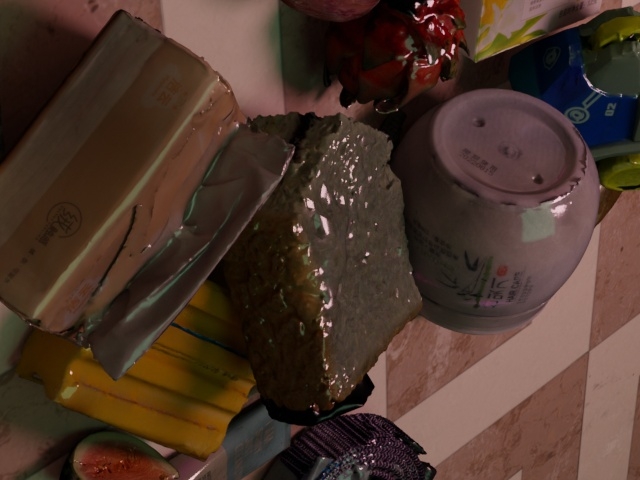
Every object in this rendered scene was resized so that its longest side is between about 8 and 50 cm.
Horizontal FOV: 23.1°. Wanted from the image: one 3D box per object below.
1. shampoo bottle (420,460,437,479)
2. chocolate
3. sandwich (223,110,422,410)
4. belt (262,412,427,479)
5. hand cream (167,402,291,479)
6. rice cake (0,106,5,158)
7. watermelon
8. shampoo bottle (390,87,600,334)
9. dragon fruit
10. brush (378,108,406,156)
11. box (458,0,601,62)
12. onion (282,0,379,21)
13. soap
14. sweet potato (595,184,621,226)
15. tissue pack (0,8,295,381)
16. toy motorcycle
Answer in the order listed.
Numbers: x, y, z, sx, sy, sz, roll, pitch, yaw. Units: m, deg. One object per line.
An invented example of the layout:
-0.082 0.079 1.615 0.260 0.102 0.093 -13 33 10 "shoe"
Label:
0.100 0.451 2.415 0.127 0.078 0.257 26 93 -40 "shampoo bottle"
-0.022 0.146 2.025 0.156 0.156 0.133 -33 120 -31 "chocolate"
-0.001 0.000 1.849 0.262 0.131 0.325 -42 125 -50 "sandwich"
0.017 0.404 2.245 0.260 0.122 0.324 12 107 -44 "belt"
-0.136 0.296 2.042 0.312 0.070 0.111 -28 131 -40 "hand cream"
-0.333 -0.144 1.514 0.034 0.043 0.211 -33 138 -42 "rice cake"
-0.256 0.263 1.879 0.163 0.087 0.069 5 80 -53 "watermelon"
0.216 -0.036 2.034 0.273 0.273 0.266 -32 150 -31 "shampoo bottle"
0.089 -0.242 1.835 0.182 0.182 0.188 -8 103 -47 "dragon fruit"
0.060 -0.086 2.029 0.190 0.027 0.034 -56 144 -2 "brush"
0.253 -0.360 1.991 0.260 0.111 0.194 -24 132 -35 "box"
-0.012 -0.322 1.691 0.195 0.159 0.159 11 109 -17 "onion"
-0.191 0.124 1.825 0.204 0.096 0.324 -60 144 -1 "soap"
0.309 -0.014 2.301 0.423 0.130 0.130 -43 142 -7 "sweet potato"
-0.192 -0.034 1.567 0.305 0.238 0.238 -53 144 -7 "tissue pack"
0.359 -0.203 2.110 0.326 0.200 0.191 62 23 -64 "toy motorcycle"
